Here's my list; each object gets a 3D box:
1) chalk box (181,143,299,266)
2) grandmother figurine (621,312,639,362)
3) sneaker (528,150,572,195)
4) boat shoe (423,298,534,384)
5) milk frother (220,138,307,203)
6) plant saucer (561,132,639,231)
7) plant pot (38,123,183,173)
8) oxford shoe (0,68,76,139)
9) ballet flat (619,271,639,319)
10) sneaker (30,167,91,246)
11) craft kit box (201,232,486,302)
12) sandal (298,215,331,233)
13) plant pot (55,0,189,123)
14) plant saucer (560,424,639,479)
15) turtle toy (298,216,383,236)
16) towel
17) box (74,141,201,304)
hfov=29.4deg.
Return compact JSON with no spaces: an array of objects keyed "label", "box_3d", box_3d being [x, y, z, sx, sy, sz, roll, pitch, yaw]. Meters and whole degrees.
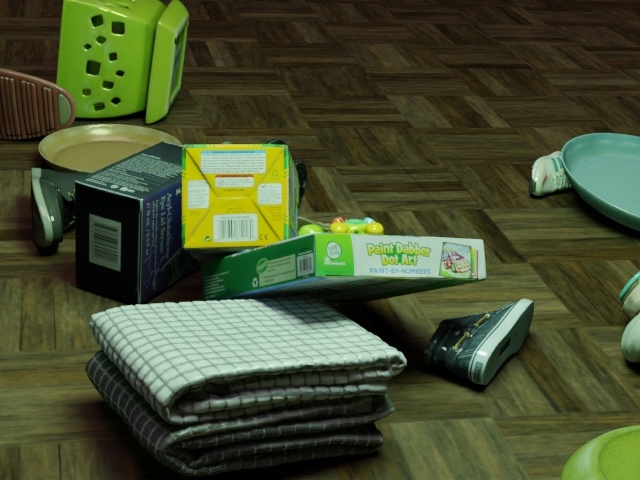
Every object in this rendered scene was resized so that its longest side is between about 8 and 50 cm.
[{"label":"chalk box","box_3d":[-0.096,-0.037,1.552,0.132,0.132,0.213,-1,-8,2]},{"label":"grandmother figurine","box_3d":[0.470,0.168,1.396,0.207,0.104,0.342,22,9,-33]},{"label":"sneaker","box_3d":[0.407,-0.111,2.048,0.075,0.057,0.161,13,22,29]},{"label":"boat shoe","box_3d":[0.199,0.111,1.502,0.083,0.065,0.183,18,28,25]},{"label":"milk frother","box_3d":[-0.106,-0.113,1.859,0.134,0.143,0.129,17,34,22]},{"label":"plant saucer","box_3d":[0.540,-0.083,1.977,0.317,0.044,0.318,9,30,-5]},{"label":"plant pot","box_3d":[-0.346,-0.141,2.018,0.236,0.032,0.236,3,25,-1]},{"label":"oxford shoe","box_3d":[-0.582,-0.256,2.126,0.348,0.123,0.130,7,22,7]},{"label":"ballet flat","box_3d":[0.525,0.060,1.660,0.316,0.108,0.106,-25,57,-39]},{"label":"sneaker","box_3d":[-0.357,-0.056,1.762,0.118,0.083,0.222,-2,23,-14]},{"label":"craft kit box","box_3d":[0.024,0.038,1.458,0.246,0.061,0.250,5,-12,-35]},{"label":"sandal","box_3d":[0.000,0.000,1.723,0.180,0.072,0.049,2,8,-9]},{"label":"plant pot","box_3d":[-0.361,-0.348,2.258,0.207,0.227,0.228,10,24,-1]},{"label":"plant saucer","box_3d":[0.368,0.253,1.248,0.241,0.037,0.241,4,25,-2]},{"label":"turtle toy","box_3d":[0.030,0.005,1.666,0.130,0.095,0.066,2,34,-6]},{"label":"towel","box_3d":[-0.083,0.148,1.306,0.283,0.121,0.235,-3,17,-28]},{"label":"box","box_3d":[-0.226,-0.029,1.636,0.108,0.153,0.207,16,27,24]}]
